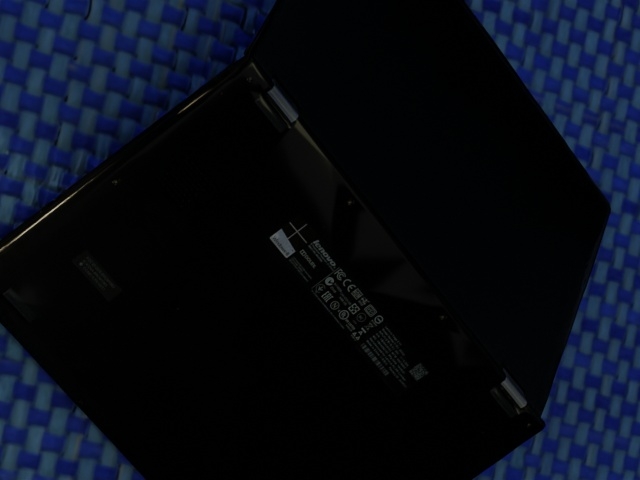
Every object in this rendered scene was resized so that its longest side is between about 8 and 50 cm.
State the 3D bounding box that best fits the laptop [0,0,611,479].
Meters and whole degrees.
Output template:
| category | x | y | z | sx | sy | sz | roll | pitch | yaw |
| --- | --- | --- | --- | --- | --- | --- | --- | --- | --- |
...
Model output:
| category | x | y | z | sx | sy | sz | roll | pitch | yaw |
| --- | --- | --- | --- | --- | --- | --- | --- | --- | --- |
| laptop | 0.000 | 0.000 | 1.501 | 0.408 | 0.236 | 0.382 | -37 | 113 | 6 |
